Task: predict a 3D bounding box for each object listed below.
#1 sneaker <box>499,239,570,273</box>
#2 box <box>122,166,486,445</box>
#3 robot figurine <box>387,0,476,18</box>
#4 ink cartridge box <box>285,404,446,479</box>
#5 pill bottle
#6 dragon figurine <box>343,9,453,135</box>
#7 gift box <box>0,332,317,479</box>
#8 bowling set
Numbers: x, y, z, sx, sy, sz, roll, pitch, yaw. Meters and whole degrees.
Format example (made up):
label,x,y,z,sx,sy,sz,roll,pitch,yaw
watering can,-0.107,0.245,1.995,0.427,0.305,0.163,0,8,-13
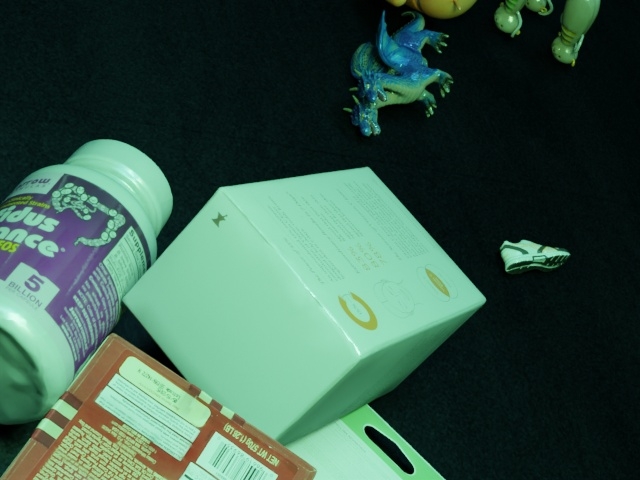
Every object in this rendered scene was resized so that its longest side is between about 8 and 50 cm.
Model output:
label,x,y,z,sx,sy,sz,roll,pitch,yaw
sneaker,0.285,0.016,1.883,0.109,0.040,0.043,-1,52,-33
box,-0.005,0.063,1.491,0.215,0.168,0.345,49,23,13
robot figurine,0.151,-0.402,2.066,0.219,0.128,0.158,34,21,34
ink cartridge box,0.027,0.269,1.495,0.171,0.056,0.235,44,29,7
pill bottle,-0.269,0.029,1.432,0.169,0.169,0.301,33,43,-3
dragon figurine,0.098,-0.257,1.967,0.144,0.085,0.289,16,48,-21
gift box,-0.166,0.266,1.227,0.255,0.258,0.276,38,42,1
bowling set,0.288,-0.406,2.200,0.200,0.154,0.287,-8,58,-14
